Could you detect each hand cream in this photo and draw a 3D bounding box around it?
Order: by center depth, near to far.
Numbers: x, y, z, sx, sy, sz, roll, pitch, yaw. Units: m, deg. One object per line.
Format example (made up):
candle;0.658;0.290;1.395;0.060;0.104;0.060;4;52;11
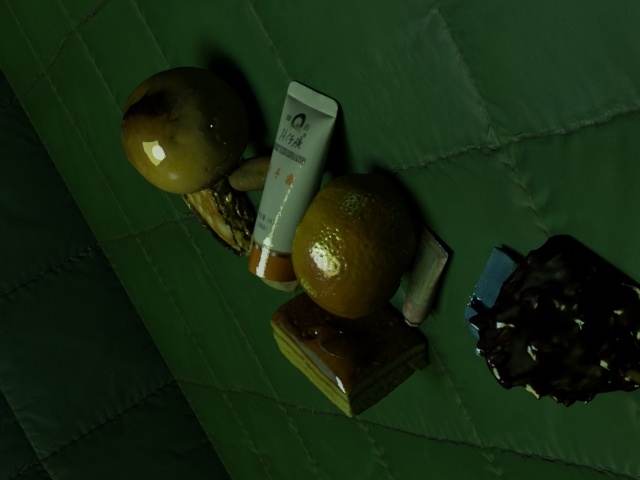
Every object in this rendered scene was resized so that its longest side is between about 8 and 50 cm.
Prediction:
hand cream;0.160;0.063;1.828;0.067;0.043;0.209;54;154;31
hand cream;-0.038;-0.089;1.894;0.140;0.089;0.314;29;111;50

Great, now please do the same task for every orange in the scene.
orange;0.042;0.020;1.813;0.179;0.158;0.237;35;138;13

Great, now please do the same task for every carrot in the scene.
carrot;-0.067;-0.123;2.061;0.342;0.070;0.070;-2;117;61

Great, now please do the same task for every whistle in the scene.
whistle;0.250;0.091;1.625;0.090;0.090;0.158;39;112;43

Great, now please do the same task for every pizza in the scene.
pizza;-0.232;-0.109;2.440;0.251;0.074;0.287;17;133;60

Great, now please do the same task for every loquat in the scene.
loquat;-0.239;-0.198;2.115;0.235;0.235;0.235;48;157;28

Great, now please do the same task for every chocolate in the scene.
chocolate;0.277;0.132;1.461;0.224;0.177;0.206;43;154;40

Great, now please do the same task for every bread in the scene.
bread;0.045;0.170;2.030;0.234;0.184;0.110;38;148;41

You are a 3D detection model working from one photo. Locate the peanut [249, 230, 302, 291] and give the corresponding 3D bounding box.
peanut;-0.075;0.026;2.211;0.141;0.109;0.159;20;143;39
